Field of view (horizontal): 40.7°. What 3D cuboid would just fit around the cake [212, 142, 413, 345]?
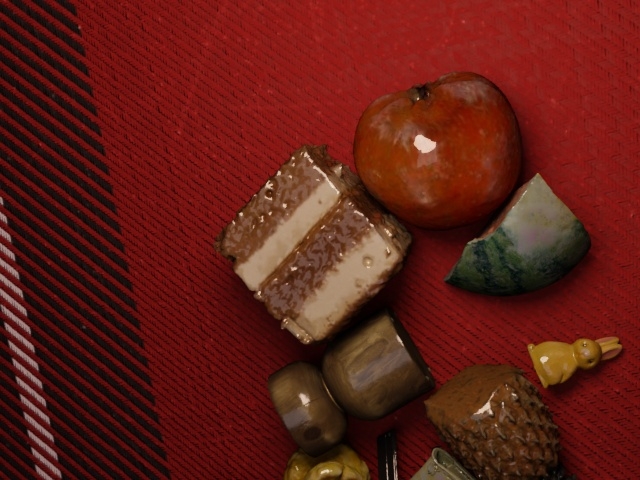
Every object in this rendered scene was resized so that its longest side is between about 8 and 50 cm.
[{"bbox_3d":[0.000,0.000,1.571,0.290,0.256,0.282,43,105,2],"label":"cake"}]

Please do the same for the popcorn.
[{"bbox_3d":[0.008,0.488,1.648,0.200,0.203,0.226,28,63,16],"label":"popcorn"}]

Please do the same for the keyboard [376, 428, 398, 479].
[{"bbox_3d":[0.130,0.464,1.643,0.067,0.011,0.202,-44,39,49],"label":"keyboard"}]

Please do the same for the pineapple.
[{"bbox_3d":[0.357,0.394,1.557,0.202,0.202,0.362,-31,99,18],"label":"pineapple"}]

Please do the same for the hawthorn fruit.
[{"bbox_3d":[0.207,-0.153,1.480,0.284,0.284,0.284,2,98,16],"label":"hawthorn fruit"}]

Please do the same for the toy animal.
[{"bbox_3d":[0.463,0.205,1.559,0.159,0.070,0.083,-19,90,13],"label":"toy animal"}]

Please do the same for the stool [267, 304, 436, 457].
[{"bbox_3d":[0.059,0.261,1.602,0.264,0.179,0.179,-32,88,8],"label":"stool"}]

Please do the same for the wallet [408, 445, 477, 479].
[{"bbox_3d":[0.217,0.557,1.632,0.223,0.077,0.309,41,123,12],"label":"wallet"}]

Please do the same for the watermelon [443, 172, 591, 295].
[{"bbox_3d":[0.343,0.003,1.508,0.256,0.260,0.176,-13,81,1],"label":"watermelon"}]
